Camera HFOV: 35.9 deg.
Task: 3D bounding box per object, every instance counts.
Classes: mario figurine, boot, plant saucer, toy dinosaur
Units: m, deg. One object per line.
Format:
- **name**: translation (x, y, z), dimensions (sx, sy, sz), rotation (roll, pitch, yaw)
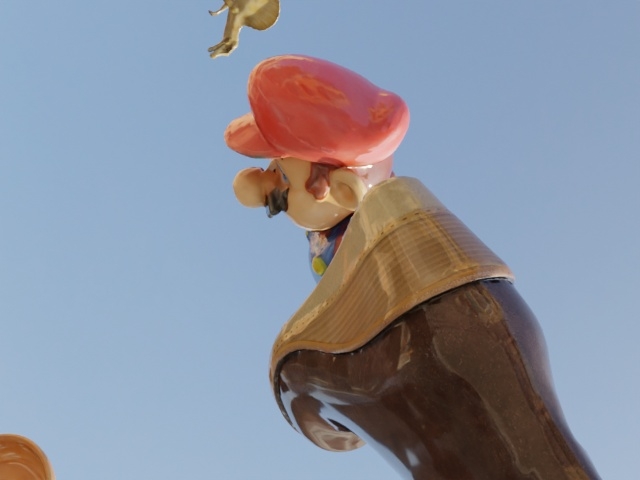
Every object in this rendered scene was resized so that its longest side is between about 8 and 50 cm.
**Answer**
- **mario figurine**: translation (0.000, 0.000, 0.818), dimensions (0.198, 0.170, 0.321), rotation (19, -42, 50)
- **boot**: translation (0.054, 0.112, 0.495), dimensions (0.248, 0.090, 0.207), rotation (105, -36, -54)
- **plant saucer**: translation (-0.394, 0.330, 1.176), dimensions (0.199, 0.037, 0.200), rotation (-14, -127, 20)
- **toy dinosaur**: translation (-0.077, -0.295, 1.156), dimensions (0.183, 0.053, 0.093), rotation (-43, -95, 28)
